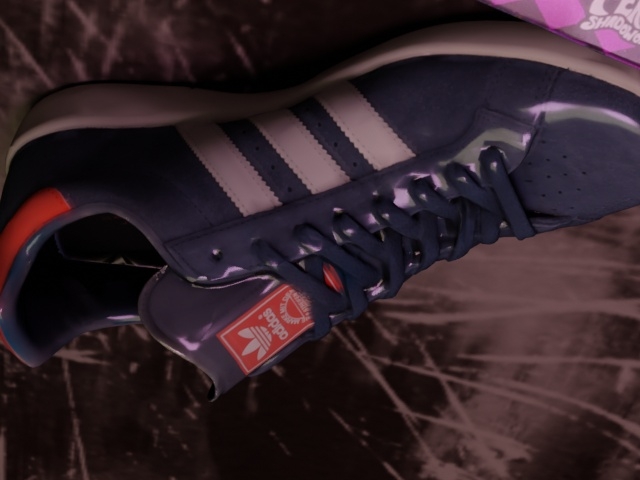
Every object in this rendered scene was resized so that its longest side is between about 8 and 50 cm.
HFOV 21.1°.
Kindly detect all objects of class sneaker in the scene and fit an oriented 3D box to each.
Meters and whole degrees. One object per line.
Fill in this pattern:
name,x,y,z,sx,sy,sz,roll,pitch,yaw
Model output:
sneaker,0.000,0.000,0.804,0.350,0.148,0.131,-8,139,24

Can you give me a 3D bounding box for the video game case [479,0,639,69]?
video game case,0.097,-0.112,0.587,0.232,0.210,0.042,21,115,-12
